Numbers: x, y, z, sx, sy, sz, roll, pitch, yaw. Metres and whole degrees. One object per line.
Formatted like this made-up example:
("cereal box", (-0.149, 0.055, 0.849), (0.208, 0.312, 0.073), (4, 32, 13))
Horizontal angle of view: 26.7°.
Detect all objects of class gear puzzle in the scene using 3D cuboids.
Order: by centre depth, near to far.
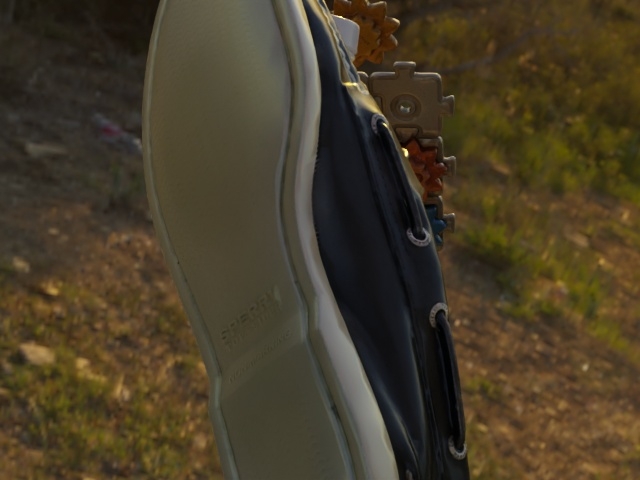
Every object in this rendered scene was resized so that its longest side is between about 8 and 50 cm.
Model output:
("gear puzzle", (0.058, -0.112, 1.465), (0.175, 0.339, 0.044), (2, 38, 9))

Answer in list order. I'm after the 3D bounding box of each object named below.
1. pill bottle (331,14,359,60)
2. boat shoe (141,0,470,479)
("pill bottle", (-0.021, -0.094, 1.110), (0.108, 0.180, 0.108), (9, -1, 0))
("boat shoe", (0.003, -0.001, 0.662), (0.113, 0.127, 0.340), (9, 55, -43))
